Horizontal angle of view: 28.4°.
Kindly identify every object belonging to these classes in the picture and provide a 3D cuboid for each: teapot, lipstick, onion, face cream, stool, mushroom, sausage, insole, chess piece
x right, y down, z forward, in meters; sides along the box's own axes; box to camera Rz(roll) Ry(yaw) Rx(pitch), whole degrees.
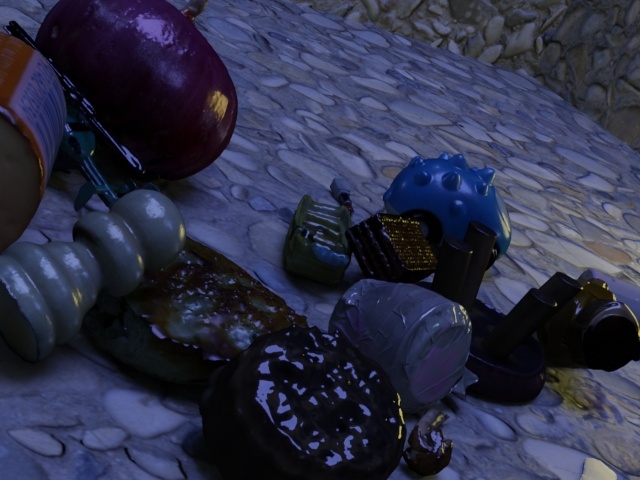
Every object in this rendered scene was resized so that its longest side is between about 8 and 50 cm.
[{"bbox_3d":[0.119,0.131,1.760,0.178,0.163,0.221,29,20,38],"label":"teapot"},{"bbox_3d":[0.045,-0.080,2.397,0.025,0.025,0.107,14,28,-25],"label":"lipstick"},{"bbox_3d":[-0.273,-0.270,2.064,0.358,0.345,0.358,156,-90,-90],"label":"onion"},{"bbox_3d":[0.647,0.155,2.403,0.345,0.102,0.102,20,20,-11],"label":"face cream"},{"bbox_3d":[0.257,0.105,1.954,0.272,0.178,0.272,23,20,-9],"label":"stool"},{"bbox_3d":[0.145,0.250,1.645,0.060,0.061,0.187,21,16,4],"label":"mushroom"},{"bbox_3d":[-0.453,-0.129,1.635,0.233,0.233,0.287,20,21,-14],"label":"sausage"},{"bbox_3d":[0.380,0.346,1.750,0.065,0.004,0.197,28,20,7],"label":"insole"},{"bbox_3d":[-0.264,0.027,1.462,0.243,0.133,0.133,-32,53,-30],"label":"chess piece"}]

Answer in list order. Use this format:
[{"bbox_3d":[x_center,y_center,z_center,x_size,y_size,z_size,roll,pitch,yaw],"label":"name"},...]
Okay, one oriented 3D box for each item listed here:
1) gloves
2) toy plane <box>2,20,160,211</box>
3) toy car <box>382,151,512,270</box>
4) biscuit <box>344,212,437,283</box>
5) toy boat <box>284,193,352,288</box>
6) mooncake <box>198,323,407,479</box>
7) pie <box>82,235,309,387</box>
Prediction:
[{"bbox_3d":[0.428,0.138,2.097,0.141,0.154,0.331,5,4,-5],"label":"gloves"},{"bbox_3d":[-0.380,-0.149,1.898,0.382,0.155,0.106,52,28,19],"label":"toy plane"},{"bbox_3d":[0.248,-0.065,2.361,0.255,0.190,0.188,24,19,-9],"label":"toy car"},{"bbox_3d":[0.122,0.018,2.064,0.106,0.070,0.252,64,17,10],"label":"biscuit"},{"bbox_3d":[-0.002,0.006,2.051,0.111,0.084,0.276,20,17,-7],"label":"toy boat"},{"bbox_3d":[-0.015,0.199,1.410,0.228,0.124,0.228,24,41,-23],"label":"mooncake"},{"bbox_3d":[-0.164,0.086,1.619,0.288,0.103,0.354,1,31,-49],"label":"pie"}]
